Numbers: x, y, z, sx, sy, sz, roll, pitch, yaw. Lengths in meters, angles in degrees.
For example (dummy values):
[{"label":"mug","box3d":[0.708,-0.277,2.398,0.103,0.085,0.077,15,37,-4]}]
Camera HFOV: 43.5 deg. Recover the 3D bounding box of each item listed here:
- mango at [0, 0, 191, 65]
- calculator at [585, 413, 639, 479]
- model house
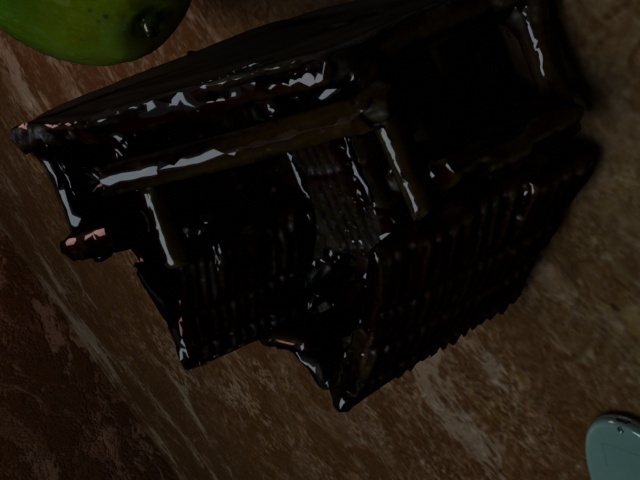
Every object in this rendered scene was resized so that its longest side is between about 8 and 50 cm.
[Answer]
[{"label":"mango","box3d":[-0.235,-0.317,0.646,0.382,0.201,0.225,59,162,-3]},{"label":"calculator","box3d":[0.262,0.205,0.652,0.095,0.021,0.153,11,127,52]},{"label":"model house","box3d":[0.000,0.000,0.562,0.297,0.317,0.283,26,139,62]}]
